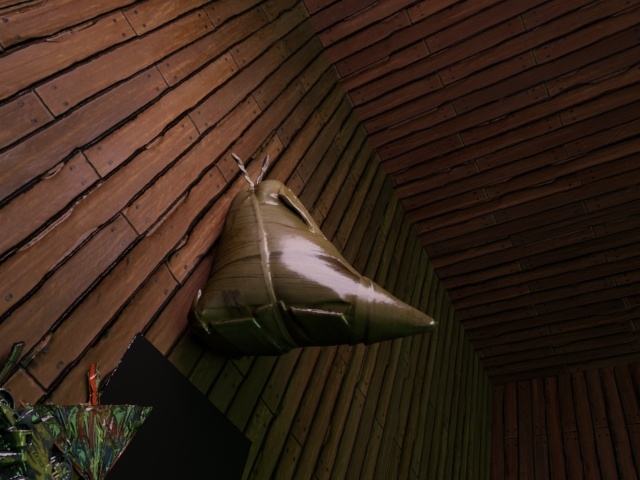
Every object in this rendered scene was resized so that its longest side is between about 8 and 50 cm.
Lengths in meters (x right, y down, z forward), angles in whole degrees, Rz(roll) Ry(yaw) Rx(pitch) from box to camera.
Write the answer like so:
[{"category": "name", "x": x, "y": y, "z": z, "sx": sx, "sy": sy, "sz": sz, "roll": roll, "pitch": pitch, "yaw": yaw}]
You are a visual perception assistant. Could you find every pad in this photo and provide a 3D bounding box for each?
[{"category": "pad", "x": -0.255, "y": 0.368, "z": 0.985, "sx": 0.368, "sy": 0.007, "sz": 0.248, "roll": 55, "pitch": 33, "yaw": -29}]

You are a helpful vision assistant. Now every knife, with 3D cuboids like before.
[{"category": "knife", "x": -0.443, "y": 0.215, "z": 0.710, "sx": 0.046, "sy": 0.021, "sz": 0.222, "roll": 68, "pitch": 26, "yaw": -43}]

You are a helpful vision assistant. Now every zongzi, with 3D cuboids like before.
[{"category": "zongzi", "x": 0.005, "y": 0.015, "z": 1.190, "sx": 0.218, "sy": 0.466, "sz": 0.500, "roll": 75, "pitch": 17, "yaw": -46}]

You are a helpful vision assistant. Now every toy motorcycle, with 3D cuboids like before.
[{"category": "toy motorcycle", "x": -0.393, "y": 0.285, "z": 0.715, "sx": 0.124, "sy": 0.061, "sz": 0.194, "roll": -75, "pitch": 149, "yaw": -55}]

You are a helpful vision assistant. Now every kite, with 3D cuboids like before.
[{"category": "kite", "x": -0.346, "y": 0.280, "z": 0.853, "sx": 0.232, "sy": 0.009, "sz": 0.189, "roll": 23, "pitch": 55, "yaw": -55}]
